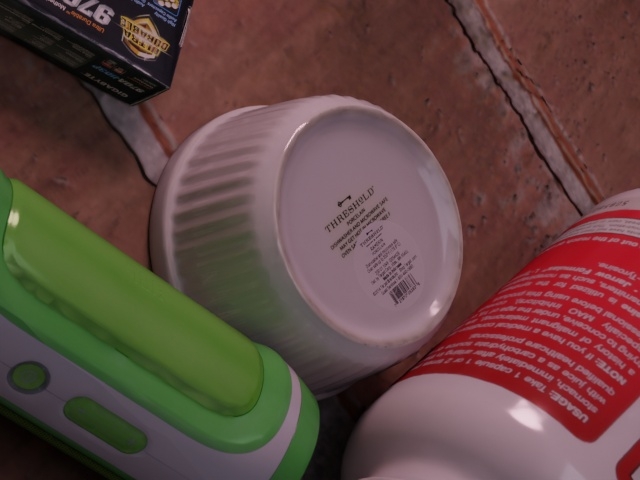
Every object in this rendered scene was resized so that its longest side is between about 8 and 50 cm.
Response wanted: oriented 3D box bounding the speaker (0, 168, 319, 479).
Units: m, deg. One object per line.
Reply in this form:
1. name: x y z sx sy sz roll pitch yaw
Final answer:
1. speaker: -0.142 0.060 1.115 0.296 0.131 0.131 36 57 -27

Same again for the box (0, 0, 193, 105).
1. box: -0.173 -0.212 1.212 0.220 0.051 0.175 28 62 -32

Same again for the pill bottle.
1. pill bottle: 0.162 0.148 1.282 0.408 0.229 0.229 -37 103 -40

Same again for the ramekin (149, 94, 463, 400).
1. ramekin: 0.000 0.000 1.264 0.207 0.109 0.207 13 70 -38
